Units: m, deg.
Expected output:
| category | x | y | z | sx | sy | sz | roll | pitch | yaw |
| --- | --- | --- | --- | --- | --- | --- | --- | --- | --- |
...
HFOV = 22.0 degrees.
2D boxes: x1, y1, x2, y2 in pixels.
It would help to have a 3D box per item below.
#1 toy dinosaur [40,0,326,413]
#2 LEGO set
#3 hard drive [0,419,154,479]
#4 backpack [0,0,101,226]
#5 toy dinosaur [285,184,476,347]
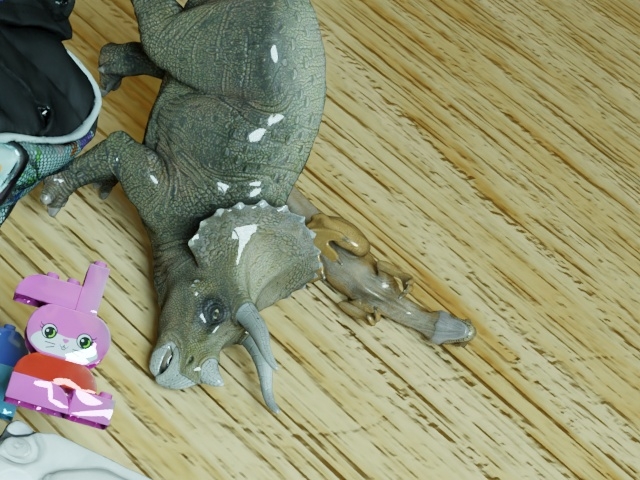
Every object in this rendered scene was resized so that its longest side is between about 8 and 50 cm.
| category | x | y | z | sx | sy | sz | roll | pitch | yaw |
| --- | --- | --- | --- | --- | --- | --- | --- | --- | --- |
| toy dinosaur | -0.057 | -0.075 | 0.903 | 0.160 | 0.314 | 0.121 | 10 | -3 | 15 |
| LEGO set | -0.198 | 0.014 | 0.753 | 0.227 | 0.087 | 0.093 | 17 | 73 | -9 |
| hard drive | -0.019 | 0.221 | 0.628 | 0.339 | 0.064 | 0.237 | 27 | 32 | 1 |
| backpack | -0.217 | -0.065 | 0.592 | 0.225 | 0.191 | 0.253 | 43 | 5 | 0 |
| toy dinosaur | 0.000 | 0.000 | 0.982 | 0.211 | 0.064 | 0.112 | 48 | 19 | 17 |
